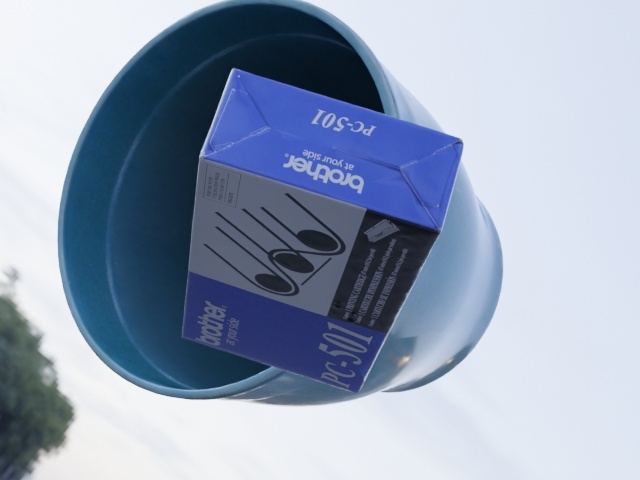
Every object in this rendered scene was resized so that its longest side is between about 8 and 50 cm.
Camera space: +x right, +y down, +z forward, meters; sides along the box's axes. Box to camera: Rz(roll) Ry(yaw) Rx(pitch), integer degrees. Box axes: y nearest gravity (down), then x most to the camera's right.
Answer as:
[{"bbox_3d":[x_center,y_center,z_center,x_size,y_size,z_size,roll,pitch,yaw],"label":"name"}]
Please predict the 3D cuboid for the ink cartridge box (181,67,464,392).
[{"bbox_3d":[-0.007,0.006,0.624,0.097,0.046,0.207,17,-24,0],"label":"ink cartridge box"}]

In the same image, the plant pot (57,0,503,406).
[{"bbox_3d":[0.000,0.000,0.993,0.272,0.271,0.255,25,0,37],"label":"plant pot"}]
